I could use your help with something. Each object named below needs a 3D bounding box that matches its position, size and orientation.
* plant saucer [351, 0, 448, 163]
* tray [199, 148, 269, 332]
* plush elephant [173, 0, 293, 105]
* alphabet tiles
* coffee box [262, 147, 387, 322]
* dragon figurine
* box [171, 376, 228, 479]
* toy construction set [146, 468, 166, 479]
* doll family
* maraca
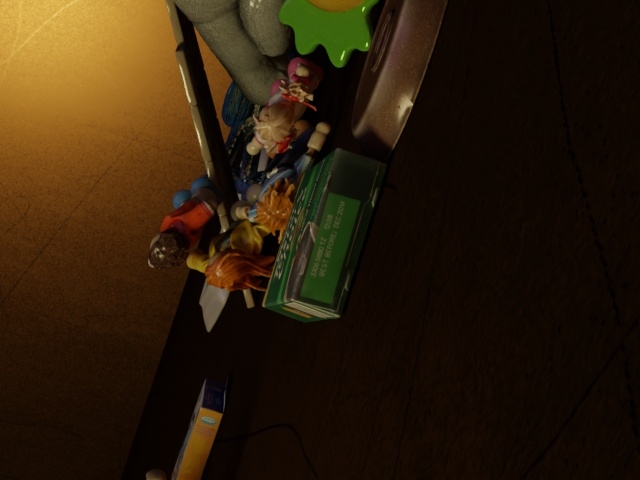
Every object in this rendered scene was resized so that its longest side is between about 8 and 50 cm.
[{"bbox_3d":[0.054,-0.135,1.325,0.168,0.029,0.168,-162,90,-83],"label":"plant saucer"},{"bbox_3d":[-0.113,-0.022,2.543,0.145,0.030,0.270,125,162,-67],"label":"tray"},{"bbox_3d":[-0.054,-0.338,1.876,0.255,0.272,0.330,-31,-20,5],"label":"plush elephant"},{"bbox_3d":[-0.115,-0.109,2.032,0.285,0.011,0.342,-97,-8,-78],"label":"alphabet tiles"},{"bbox_3d":[0.000,0.000,1.360,0.184,0.040,0.113,162,125,-83],"label":"coffee box"},{"bbox_3d":[-0.074,-0.181,2.382,0.144,0.085,0.289,-81,10,-56],"label":"dragon figurine"},{"bbox_3d":[-0.127,0.207,1.996,0.081,0.028,0.136,-90,17,-73],"label":"box"},{"bbox_3d":[-0.197,0.381,1.495,0.309,0.257,0.237,-122,27,-53],"label":"toy construction set"},{"bbox_3d":[-0.053,-0.040,1.771,0.263,0.118,0.163,-49,9,25],"label":"doll family"},{"bbox_3d":[0.015,-0.244,1.644,0.099,0.127,0.185,-11,-63,-46],"label":"maraca"}]
